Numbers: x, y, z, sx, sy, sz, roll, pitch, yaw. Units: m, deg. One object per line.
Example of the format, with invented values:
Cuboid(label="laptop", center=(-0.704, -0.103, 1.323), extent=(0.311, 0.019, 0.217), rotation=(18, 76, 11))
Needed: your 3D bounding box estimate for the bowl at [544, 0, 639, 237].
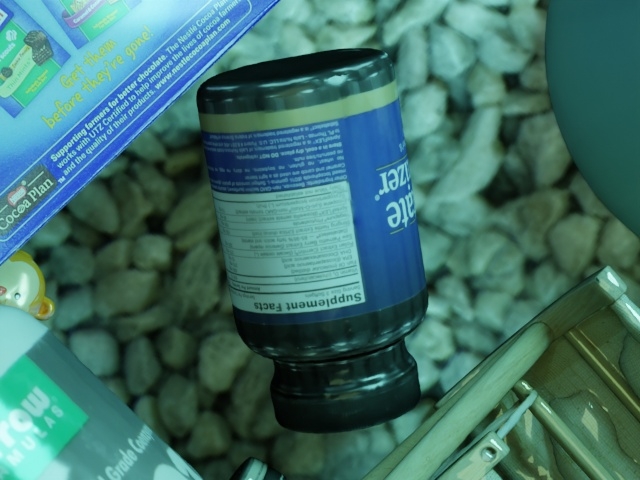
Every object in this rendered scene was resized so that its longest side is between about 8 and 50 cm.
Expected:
Cuboid(label="bowl", center=(0.295, -0.125, 0.973), extent=(0.311, 0.163, 0.311), rotation=(0, 90, 4))

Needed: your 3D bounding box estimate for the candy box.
Cuboid(label="candy box", center=(-0.222, -0.177, 0.940), extent=(0.268, 0.122, 0.317), rotation=(-45, 107, -19))

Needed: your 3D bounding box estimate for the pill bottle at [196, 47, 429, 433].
Cuboid(label="pill bottle", center=(0.000, 0.000, 0.998), extent=(0.123, 0.123, 0.219), rotation=(-9, 103, 3))

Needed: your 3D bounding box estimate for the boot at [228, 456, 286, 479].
Cuboid(label="boot", center=(-0.013, 0.271, 1.030), extent=(0.179, 0.085, 0.236), rotation=(19, 91, -2))

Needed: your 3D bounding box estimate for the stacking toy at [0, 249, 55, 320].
Cuboid(label="stacking toy", center=(-0.232, 0.148, 1.018), extent=(0.175, 0.166, 0.302), rotation=(16, 79, 3))

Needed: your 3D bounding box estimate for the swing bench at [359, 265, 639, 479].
Cuboid(label="swing bench", center=(0.150, 0.199, 0.966), extent=(0.255, 0.165, 0.253), rotation=(-39, 86, -31))

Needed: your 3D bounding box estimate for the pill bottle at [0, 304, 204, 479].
Cuboid(label="pill bottle", center=(-0.167, 0.165, 0.854), extent=(0.361, 0.204, 0.204), rotation=(44, 92, -5))
